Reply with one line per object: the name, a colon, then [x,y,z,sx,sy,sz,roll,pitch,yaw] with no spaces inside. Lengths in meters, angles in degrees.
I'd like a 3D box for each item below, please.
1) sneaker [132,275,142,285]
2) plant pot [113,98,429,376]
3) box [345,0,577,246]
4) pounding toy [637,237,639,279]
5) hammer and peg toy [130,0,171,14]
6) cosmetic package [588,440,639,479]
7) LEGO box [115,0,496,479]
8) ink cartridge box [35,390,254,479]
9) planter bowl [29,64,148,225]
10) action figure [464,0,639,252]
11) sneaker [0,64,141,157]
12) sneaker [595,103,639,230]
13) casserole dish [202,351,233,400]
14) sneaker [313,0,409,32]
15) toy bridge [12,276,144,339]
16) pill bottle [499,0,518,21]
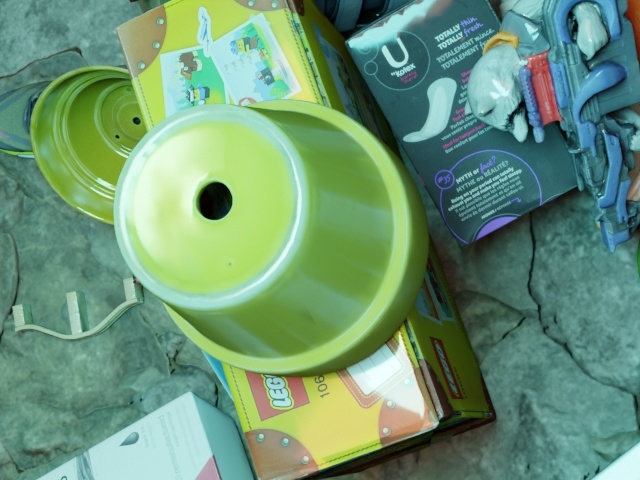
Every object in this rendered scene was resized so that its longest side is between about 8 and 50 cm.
sneaker: [-0.168,-0.038,1.555,0.093,0.088,0.225,20,83,-9]
plant pot: [-0.052,-0.013,1.035,0.254,0.239,0.254,-3,81,16]
box: [0.164,-0.155,1.386,0.165,0.143,0.270,-29,99,9]
pounding toy: [0.453,0.032,1.304,0.237,0.110,0.183,5,101,28]
hammer and peg toy: [-0.218,-0.337,1.506,0.127,0.266,0.361,-23,69,-11]
cosmetic package: [0.357,0.250,1.243,0.377,0.284,0.097,-40,74,7]
LEGO box: [0.000,0.000,1.338,0.193,0.372,0.500,-22,76,13]
ink cartridge box: [-0.219,0.348,1.456,0.283,0.117,0.207,-31,55,10]
planter bowl: [-0.237,-0.131,1.476,0.217,0.090,0.217,5,121,9]
action figure: [0.306,-0.174,1.282,0.330,0.341,0.178,-19,33,-12]
sneaker: [-0.326,-0.183,1.591,0.300,0.121,0.111,-11,79,15]
sneaker: [0.373,-0.131,1.402,0.121,0.099,0.262,28,83,26]
casserole dish: [-0.083,0.136,1.518,0.114,0.037,0.188,-37,73,9]
sneaker: [0.059,-0.319,1.447,0.321,0.126,0.127,-36,75,-21]
toy bridge: [-0.323,0.099,1.599,0.188,0.026,0.063,-14,79,14]
pill bottle: [0.268,-0.388,1.398,0.161,0.161,0.283,-5,98,16]
